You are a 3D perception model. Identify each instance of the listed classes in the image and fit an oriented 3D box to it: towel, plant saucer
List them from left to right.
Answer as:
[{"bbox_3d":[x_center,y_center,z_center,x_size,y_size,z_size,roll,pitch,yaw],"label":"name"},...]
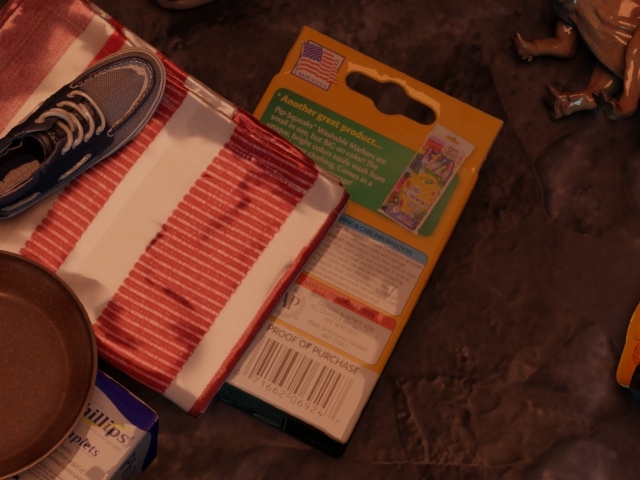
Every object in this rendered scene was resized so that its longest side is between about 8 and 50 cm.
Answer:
[{"bbox_3d":[-0.273,0.102,1.436,0.199,0.036,0.198,1,65,-3],"label":"plant saucer"},{"bbox_3d":[-0.168,-0.040,1.505,0.329,0.037,0.237,35,81,-3],"label":"towel"}]

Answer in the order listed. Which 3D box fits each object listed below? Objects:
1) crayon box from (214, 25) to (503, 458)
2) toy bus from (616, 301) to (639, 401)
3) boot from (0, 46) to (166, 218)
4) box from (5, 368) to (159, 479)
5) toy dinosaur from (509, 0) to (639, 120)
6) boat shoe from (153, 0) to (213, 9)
[{"bbox_3d":[0.000,0.000,1.600,0.203,0.083,0.323,26,73,4],"label":"crayon box"},{"bbox_3d":[0.397,0.110,1.559,0.211,0.220,0.149,30,77,-29],"label":"toy bus"},{"bbox_3d":[-0.196,-0.086,1.443,0.190,0.086,0.069,-43,93,-8],"label":"boot"},{"bbox_3d":[-0.200,0.190,1.499,0.072,0.126,0.137,35,69,7],"label":"box"},{"bbox_3d":[0.287,-0.210,1.670,0.200,0.127,0.295,-27,82,-19],"label":"toy dinosaur"},{"bbox_3d":[-0.043,-0.288,1.686,0.258,0.084,0.095,-28,76,-11],"label":"boat shoe"}]
